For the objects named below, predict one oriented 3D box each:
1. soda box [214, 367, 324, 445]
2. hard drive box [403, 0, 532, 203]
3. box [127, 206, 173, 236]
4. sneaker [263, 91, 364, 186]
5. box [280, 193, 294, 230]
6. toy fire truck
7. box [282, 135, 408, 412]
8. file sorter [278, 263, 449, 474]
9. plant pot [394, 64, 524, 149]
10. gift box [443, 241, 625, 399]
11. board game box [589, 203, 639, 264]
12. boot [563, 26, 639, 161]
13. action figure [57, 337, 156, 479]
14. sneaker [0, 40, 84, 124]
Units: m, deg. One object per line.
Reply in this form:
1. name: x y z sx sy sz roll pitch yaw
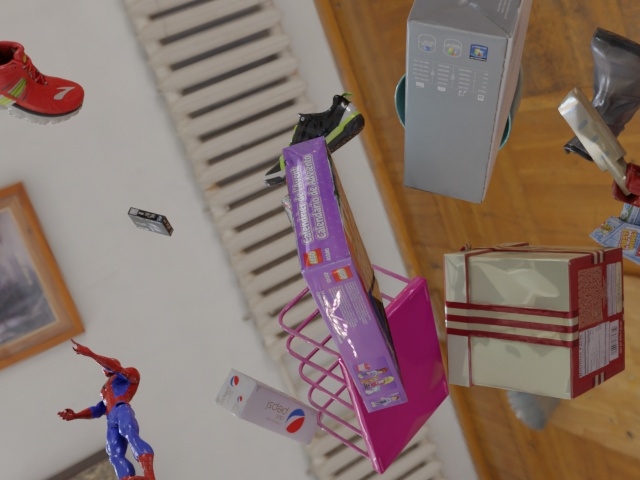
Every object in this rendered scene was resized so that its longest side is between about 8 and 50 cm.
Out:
1. soda box: -0.089 0.305 1.415 0.073 0.069 0.216 20 169 42
2. hard drive box: 0.147 -0.179 0.760 0.089 0.181 0.232 14 149 14
3. box: -0.361 -0.040 1.658 0.083 0.018 0.067 15 157 12
4. sneaker: -0.023 -0.195 1.495 0.097 0.234 0.084 55 -174 3
5. box: 0.000 0.000 1.121 0.094 0.027 0.137 29 150 44
6. toy fire truck: 0.422 -0.118 0.919 0.217 0.246 0.159 110 175 -48
7. box: 0.032 0.047 0.946 0.293 0.057 0.201 67 -171 -45
8. file sorter: 0.072 0.202 1.329 0.182 0.202 0.291 22 142 39
9. plant pot: 0.364 -0.380 1.910 0.293 0.235 0.293 23 145 17
10. gift box: 0.363 0.132 1.341 0.258 0.276 0.255 2 91 41
11. board game box: 0.675 -0.027 1.623 0.060 0.194 0.194 -104 28 -72
12. boot: 0.542 -0.255 1.479 0.118 0.223 0.338 39 -165 31
13. action figure: -0.313 0.249 1.104 0.139 0.091 0.280 30 -163 -31
14. sneaker: -0.525 -0.284 1.352 0.118 0.279 0.107 -53 57 26
